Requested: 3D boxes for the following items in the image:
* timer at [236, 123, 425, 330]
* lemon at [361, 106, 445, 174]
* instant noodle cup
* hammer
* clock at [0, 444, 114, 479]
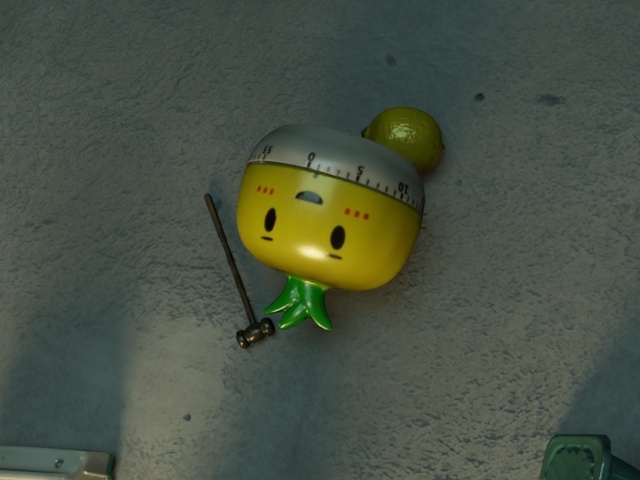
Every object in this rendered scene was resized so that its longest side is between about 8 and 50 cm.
[{"bbox_3d":[0.000,0.000,0.988,0.285,0.285,0.285,-7,65,15],"label":"timer"},{"bbox_3d":[0.127,-0.152,1.091,0.133,0.109,0.109,10,70,6],"label":"lemon"},{"bbox_3d":[0.303,0.318,0.814,0.070,0.157,0.179,21,74,1],"label":"instant noodle cup"},{"bbox_3d":[-0.146,0.037,1.145,0.058,0.029,0.292,-26,60,3],"label":"hammer"},{"bbox_3d":[-0.439,0.428,1.016,0.231,0.116,0.262,-2,66,18],"label":"clock"}]
